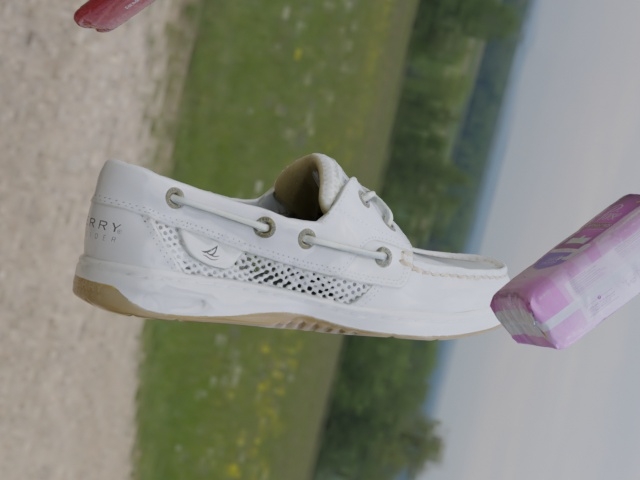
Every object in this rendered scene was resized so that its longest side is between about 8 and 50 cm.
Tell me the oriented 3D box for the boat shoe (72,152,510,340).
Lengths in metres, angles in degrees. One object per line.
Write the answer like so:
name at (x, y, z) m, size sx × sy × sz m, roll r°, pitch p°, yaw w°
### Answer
boat shoe at (0.000, 0.000, 0.960) m, size 0.098 × 0.277 × 0.096 m, roll 13°, pitch -84°, yaw 56°

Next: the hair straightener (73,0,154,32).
hair straightener at (-0.087, -0.231, 1.135) m, size 0.230 × 0.047 × 0.089 m, roll -33°, pitch -116°, yaw 32°

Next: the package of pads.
package of pads at (0.116, 0.013, 0.732) m, size 0.083 × 0.032 × 0.050 m, roll -35°, pitch -170°, yaw -11°
